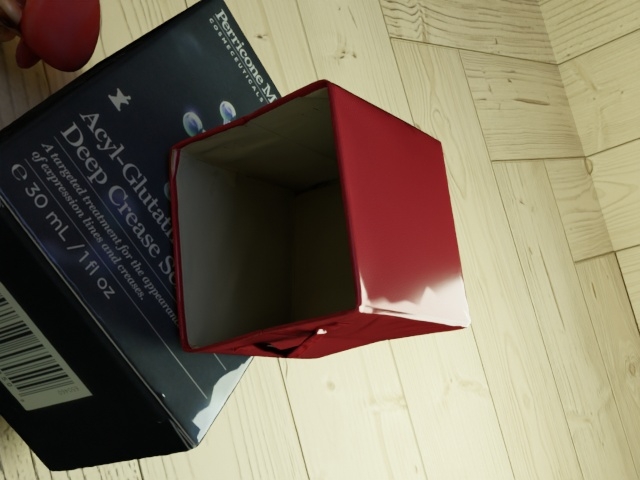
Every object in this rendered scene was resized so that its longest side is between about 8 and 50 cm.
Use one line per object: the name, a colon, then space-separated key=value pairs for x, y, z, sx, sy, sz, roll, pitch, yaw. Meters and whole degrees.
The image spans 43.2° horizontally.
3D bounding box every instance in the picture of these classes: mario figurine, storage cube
mario figurine: x=-0.380 y=-0.290 z=0.850 sx=0.320 sy=0.170 sz=0.198 roll=41 pitch=84 yaw=-17
storage cube: x=0.000 y=0.000 z=0.723 sx=0.193 sy=0.183 sz=0.215 roll=14 pitch=64 yaw=-53

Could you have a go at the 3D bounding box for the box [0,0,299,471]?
box: x=-0.184 y=-0.020 z=0.822 sx=0.294 sy=0.211 sz=0.395 roll=57 pitch=37 yaw=-20
